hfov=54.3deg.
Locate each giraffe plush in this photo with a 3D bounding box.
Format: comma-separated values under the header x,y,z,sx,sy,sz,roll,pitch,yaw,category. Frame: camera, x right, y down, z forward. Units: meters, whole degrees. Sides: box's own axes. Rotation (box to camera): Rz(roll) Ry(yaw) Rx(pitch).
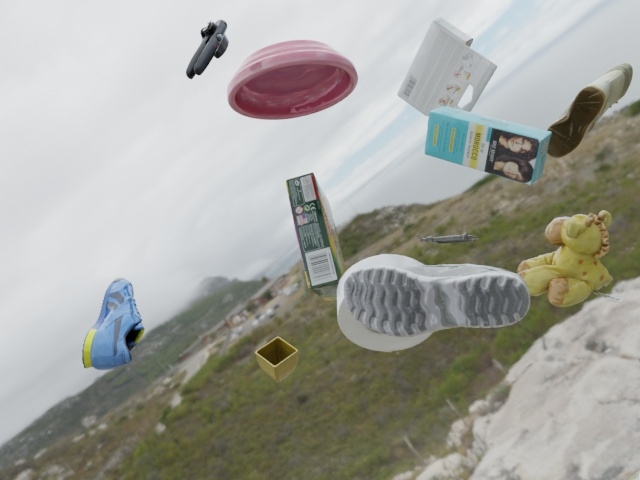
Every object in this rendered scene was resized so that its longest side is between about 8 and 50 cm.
x,y,z,sx,sy,sz,roll,pitch,yaw,category
0.509,0.024,1.260,0.210,0.170,0.181,7,23,25,giraffe plush

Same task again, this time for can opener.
x,y,z,sx,sy,sz,roll,pitch,yaw,category
-0.240,-0.412,1.342,0.059,0.073,0.186,-25,34,37,can opener

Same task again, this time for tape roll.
x,y,z,sx,sy,sz,roll,pitch,yaw,category
0.186,0.176,1.721,0.286,0.286,0.100,-38,29,25,tape roll

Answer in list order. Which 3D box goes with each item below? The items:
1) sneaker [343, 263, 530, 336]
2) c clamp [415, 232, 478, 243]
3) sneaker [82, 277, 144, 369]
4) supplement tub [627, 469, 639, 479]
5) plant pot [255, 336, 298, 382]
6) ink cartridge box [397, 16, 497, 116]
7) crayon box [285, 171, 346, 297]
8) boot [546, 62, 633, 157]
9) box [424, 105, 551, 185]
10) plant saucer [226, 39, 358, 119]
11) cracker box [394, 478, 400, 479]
x,y,z,sx,sy,sz,roll,pitch,yaw,category
0.172,0.086,0.940,0.281,0.105,0.115,2,7,24,sneaker
0.360,-0.003,1.757,0.160,0.022,0.137,-5,-11,19,c clamp
-0.320,0.134,1.018,0.082,0.069,0.209,0,30,-3,sneaker
0.664,0.582,1.210,0.325,0.235,0.235,-57,-6,25,supplement tub
-0.110,0.317,1.613,0.081,0.083,0.081,-30,42,-34,plant pot
0.386,-0.492,1.894,0.060,0.239,0.275,-39,-18,-41,ink cartridge box
0.000,0.000,2.063,0.106,0.363,0.313,-15,-15,8,crayon box
0.599,-0.289,1.398,0.165,0.077,0.213,-37,-18,-30,boot
0.340,-0.199,1.291,0.060,0.244,0.100,-32,-46,-44,box
-0.075,-0.405,1.567,0.332,0.084,0.332,-11,-11,-2,plant saucer
0.065,0.601,1.318,0.232,0.067,0.156,-25,6,25,cracker box
